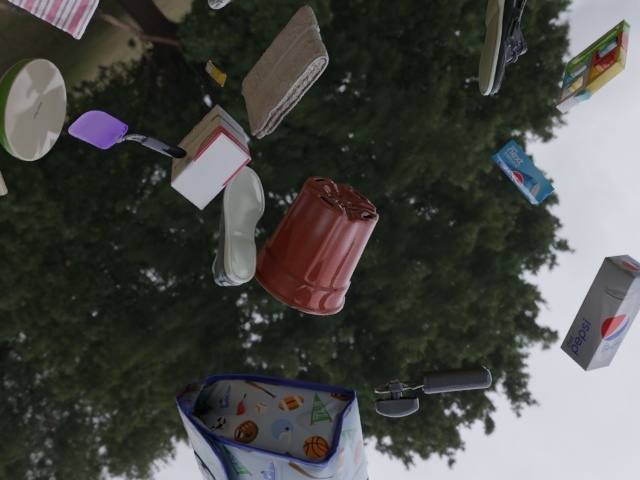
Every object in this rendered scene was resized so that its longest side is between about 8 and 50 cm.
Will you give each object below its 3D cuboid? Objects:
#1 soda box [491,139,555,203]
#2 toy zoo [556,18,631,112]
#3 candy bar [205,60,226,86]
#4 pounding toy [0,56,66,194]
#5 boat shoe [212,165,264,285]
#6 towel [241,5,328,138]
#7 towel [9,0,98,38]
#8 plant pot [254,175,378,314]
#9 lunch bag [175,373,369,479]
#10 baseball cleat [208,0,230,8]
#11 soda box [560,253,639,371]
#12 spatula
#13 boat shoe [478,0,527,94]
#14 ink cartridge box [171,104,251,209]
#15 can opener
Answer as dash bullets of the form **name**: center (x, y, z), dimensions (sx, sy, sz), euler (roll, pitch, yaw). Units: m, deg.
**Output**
- **soda box**: center (0.646, -0.217, 2.089), dimensions (0.071, 0.210, 0.067), euler (-41, -179, -1)
- **toy zoo**: center (0.721, -0.451, 1.730), dimensions (0.192, 0.030, 0.293), euler (-39, -164, 46)
- **candy bar**: center (-0.335, -0.534, 2.081), dimensions (0.161, 0.018, 0.040), euler (49, -53, 49)
- **pounding toy**: center (-0.557, -0.224, 1.146), dimensions (0.183, 0.110, 0.237), euler (96, 11, -46)
- **boat shoe**: center (-0.215, -0.037, 1.623), dimensions (0.099, 0.116, 0.320), euler (-25, -126, 43)
- **towel**: center (-0.091, -0.382, 1.496), dimensions (0.282, 0.049, 0.187), euler (-43, -131, 37)
- **towel**: center (-0.630, -0.574, 1.530), dimensions (0.144, 0.197, 0.029), euler (-46, -154, 35)
- **plant pot**: center (0.000, 0.000, 1.651), dimensions (0.265, 0.272, 0.272), euler (-61, -170, 24)
- **lunch bag**: center (-0.115, 0.472, 1.420), dimensions (0.385, 0.328, 0.239), euler (7, -143, 20)
- **baseball cleat**: center (-0.269, -0.812, 2.076), dimensions (0.205, 0.072, 0.109), euler (-24, -156, 16)
- **soda box**: center (0.703, 0.180, 1.604), dimensions (0.098, 0.091, 0.286), euler (50, -45, 47)
- **spatula**: center (-0.385, -0.212, 1.376), dimensions (0.084, 0.030, 0.296), euler (-35, 160, 23)
- **boat shoe**: center (0.512, -0.549, 1.797), dimensions (0.127, 0.113, 0.340), euler (118, -17, -69)
- **ink cartridge box**: center (-0.266, -0.205, 1.569), dimensions (0.172, 0.100, 0.237), euler (-44, -154, 11)
- **can opener**: center (0.271, 0.368, 1.590), dimensions (0.283, 0.095, 0.076), euler (-6, 178, 1)
